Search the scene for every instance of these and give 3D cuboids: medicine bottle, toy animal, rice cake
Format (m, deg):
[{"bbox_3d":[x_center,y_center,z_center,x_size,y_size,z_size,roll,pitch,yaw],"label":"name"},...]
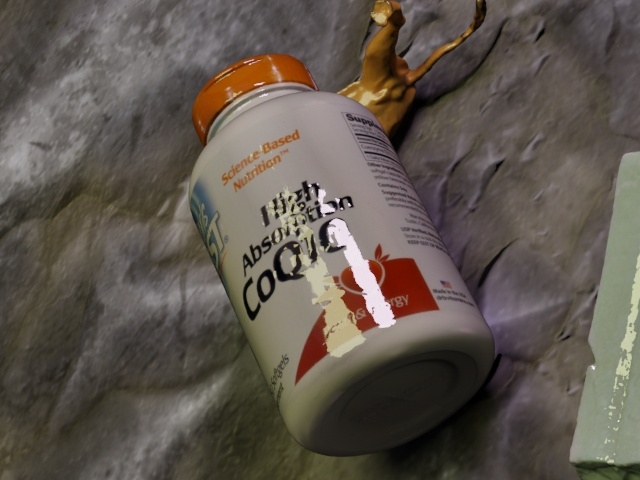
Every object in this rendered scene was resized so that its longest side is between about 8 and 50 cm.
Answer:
[{"bbox_3d":[0.000,0.000,1.345,0.157,0.157,0.288,-40,56,21],"label":"medicine bottle"},{"bbox_3d":[0.039,-0.113,1.487,0.255,0.116,0.114,-27,86,28],"label":"toy animal"},{"bbox_3d":[0.228,0.047,1.209,0.127,0.043,0.237,-5,62,44],"label":"rice cake"}]
